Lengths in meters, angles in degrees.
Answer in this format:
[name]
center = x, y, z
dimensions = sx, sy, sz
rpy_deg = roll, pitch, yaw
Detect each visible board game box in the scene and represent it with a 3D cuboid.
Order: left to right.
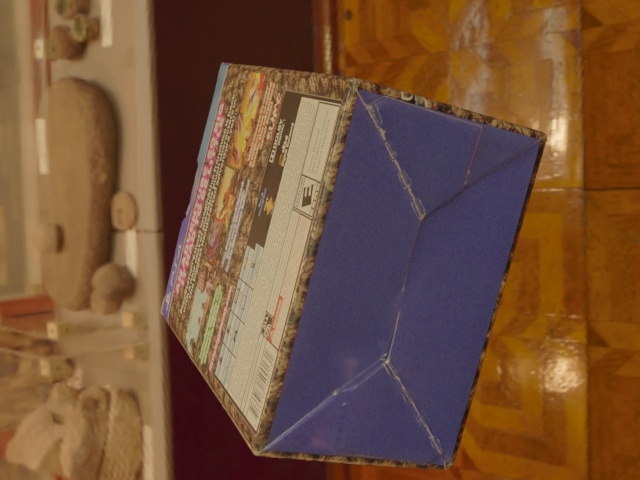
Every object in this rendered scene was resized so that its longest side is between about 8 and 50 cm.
[board game box]
center = 0.000, 0.000, 0.655
dimensions = 0.291, 0.141, 0.232
rpy_deg = 32, 109, 65
